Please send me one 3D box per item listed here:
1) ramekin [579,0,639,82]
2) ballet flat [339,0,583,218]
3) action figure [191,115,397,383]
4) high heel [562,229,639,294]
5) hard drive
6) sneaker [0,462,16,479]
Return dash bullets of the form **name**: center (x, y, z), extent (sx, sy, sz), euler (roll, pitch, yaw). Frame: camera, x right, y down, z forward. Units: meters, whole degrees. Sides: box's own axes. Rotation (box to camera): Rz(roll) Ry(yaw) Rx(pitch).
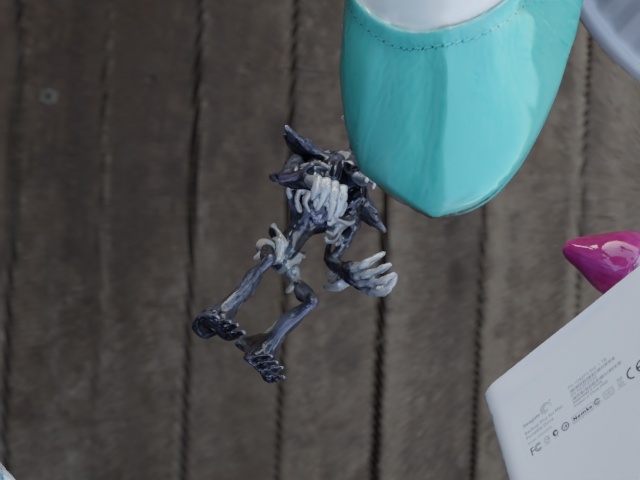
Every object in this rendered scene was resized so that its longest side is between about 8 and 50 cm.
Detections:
- **ramekin**: center (0.267, -0.203, 0.982), extent (0.272, 0.127, 0.273), euler (0, 84, -2)
- **ballet flat**: center (0.053, -0.131, 0.589), extent (0.083, 0.087, 0.247), euler (8, 66, 24)
- **action figure**: center (0.000, 0.000, 1.699), extent (0.141, 0.164, 0.276), euler (5, 56, 49)
- **high heel**: center (0.294, 0.023, 1.660), extent (0.117, 0.244, 0.082), euler (23, 102, 12)
- **hard drive**: center (0.246, 0.184, 1.431), extent (0.040, 0.307, 0.203), euler (30, 120, -33)
- **sneaker**: center (-0.166, 0.184, 0.886), extent (0.092, 0.229, 0.087), euler (16, 53, 35)
